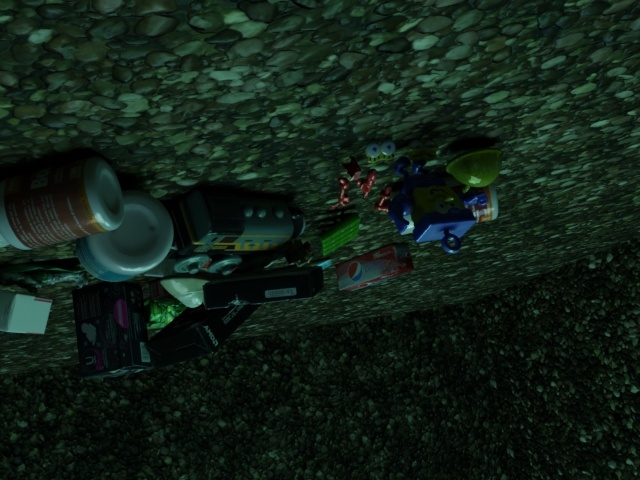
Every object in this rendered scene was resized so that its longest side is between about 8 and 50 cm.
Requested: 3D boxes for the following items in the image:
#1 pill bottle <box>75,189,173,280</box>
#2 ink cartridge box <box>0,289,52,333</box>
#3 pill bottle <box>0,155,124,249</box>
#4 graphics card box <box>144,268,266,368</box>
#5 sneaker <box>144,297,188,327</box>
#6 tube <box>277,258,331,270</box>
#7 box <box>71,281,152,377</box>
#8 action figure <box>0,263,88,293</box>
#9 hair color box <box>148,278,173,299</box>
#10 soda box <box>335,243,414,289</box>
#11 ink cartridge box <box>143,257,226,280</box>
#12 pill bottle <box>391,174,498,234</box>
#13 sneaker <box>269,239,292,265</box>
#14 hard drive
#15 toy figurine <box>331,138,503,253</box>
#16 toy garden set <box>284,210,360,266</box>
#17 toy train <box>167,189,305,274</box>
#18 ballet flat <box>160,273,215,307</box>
[{"bbox_3d":[-0.370,0.000,1.351,0.146,0.146,0.264,-5,174,-25],"label":"pill bottle"},{"bbox_3d":[-0.760,0.153,1.675,0.217,0.092,0.158,9,172,11],"label":"ink cartridge box"},{"bbox_3d":[-0.436,-0.053,1.162,0.216,0.121,0.121,-13,167,5],"label":"pill bottle"},{"bbox_3d":[-0.318,0.224,2.159,0.232,0.094,0.371,-20,-167,33],"label":"graphics card box"},{"bbox_3d":[-0.497,0.235,2.372,0.295,0.109,0.123,-14,171,14],"label":"sneaker"},{"bbox_3d":[-0.064,0.099,2.315,0.207,0.052,0.080,-16,172,-2],"label":"tube"},{"bbox_3d":[-0.588,0.254,2.063,0.142,0.247,0.163,-13,167,15],"label":"box"},{"bbox_3d":[-0.670,0.087,1.710,0.232,0.064,0.137,1,165,-33],"label":"action figure"},{"bbox_3d":[-0.405,0.128,2.122,0.167,0.053,0.093,-19,166,25],"label":"hair color box"},{"bbox_3d":[0.172,0.089,2.367,0.083,0.092,0.263,3,161,-45],"label":"soda box"},{"bbox_3d":[-0.297,0.079,1.851,0.232,0.066,0.189,8,177,28],"label":"ink cartridge box"},{"bbox_3d":[0.280,-0.084,1.653,0.221,0.121,0.121,-13,167,3],"label":"pill bottle"},{"bbox_3d":[-0.132,0.010,1.814,0.115,0.090,0.232,-21,174,12],"label":"sneaker"},{"bbox_3d":[-0.120,0.103,1.700,0.236,0.064,0.339,-6,179,6],"label":"hard drive"},{"bbox_3d":[0.225,-0.052,1.402,0.362,0.217,0.191,-4,142,-28],"label":"toy figurine"},{"bbox_3d":[0.000,0.000,1.857,0.203,0.049,0.244,-31,171,-5],"label":"toy garden set"},{"bbox_3d":[-0.181,-0.019,1.525,0.334,0.142,0.190,2,152,-46],"label":"toy train"},{"bbox_3d":[-0.298,0.132,1.829,0.086,0.086,0.248,-19,164,31],"label":"ballet flat"}]
